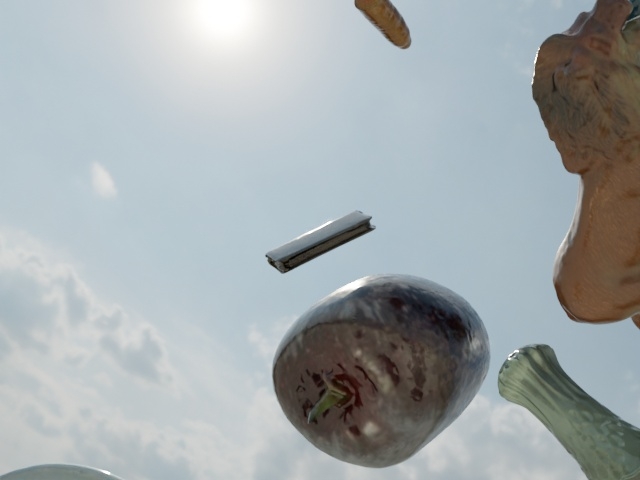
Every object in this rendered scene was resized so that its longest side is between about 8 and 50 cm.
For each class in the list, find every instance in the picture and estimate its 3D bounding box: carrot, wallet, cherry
[{"bbox_3d":[0.100,-0.330,1.193,0.048,0.048,0.139,9,-12,33],"label":"carrot"},{"bbox_3d":[0.000,0.000,1.466,0.031,0.198,0.110,68,-13,-15],"label":"wallet"},{"bbox_3d":[0.075,0.154,0.970,0.255,0.296,0.218,-46,-114,35],"label":"cherry"}]

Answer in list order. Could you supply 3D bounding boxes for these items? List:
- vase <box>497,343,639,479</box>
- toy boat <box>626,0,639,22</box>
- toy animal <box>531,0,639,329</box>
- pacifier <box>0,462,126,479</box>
[{"bbox_3d":[0.216,0.152,0.670,0.148,0.081,0.081,46,-18,41],"label":"vase"},{"bbox_3d":[0.459,-0.186,0.849,0.299,0.092,0.134,23,-73,11],"label":"toy boat"},{"bbox_3d":[0.228,-0.031,0.594,0.157,0.097,0.312,-1,-64,2],"label":"toy animal"},{"bbox_3d":[-0.159,0.291,0.476,0.244,0.299,0.233,-5,-20,20],"label":"pacifier"}]
